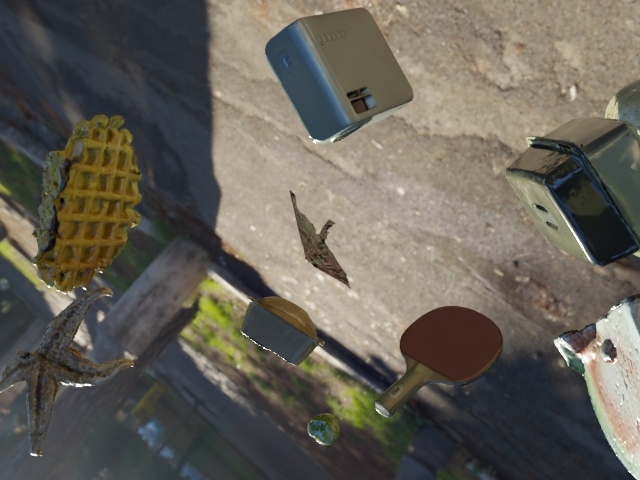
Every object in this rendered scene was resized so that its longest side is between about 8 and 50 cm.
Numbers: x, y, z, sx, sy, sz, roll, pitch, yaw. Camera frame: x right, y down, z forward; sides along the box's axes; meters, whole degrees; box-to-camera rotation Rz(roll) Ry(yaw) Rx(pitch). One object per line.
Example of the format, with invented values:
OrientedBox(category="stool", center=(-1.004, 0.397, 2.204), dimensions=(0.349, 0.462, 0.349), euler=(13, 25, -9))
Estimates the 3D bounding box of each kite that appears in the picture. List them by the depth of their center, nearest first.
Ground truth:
OrientedBox(category="kite", center=(0.000, 0.000, 0.917), dimensions=(0.139, 0.011, 0.157), euler=(59, -160, -10))

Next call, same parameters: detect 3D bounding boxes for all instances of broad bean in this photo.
OrientedBox(category="broad bean", center=(0.009, 0.385, 1.587), dimensions=(0.045, 0.063, 0.083), euler=(26, 162, -30))

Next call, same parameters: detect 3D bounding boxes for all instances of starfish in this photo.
OrientedBox(category="starfish", center=(-0.373, 0.186, 1.130), dimensions=(0.138, 0.247, 0.050), euler=(48, -171, 10))

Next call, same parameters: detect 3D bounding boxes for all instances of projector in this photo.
OrientedBox(category="projector", center=(0.038, -0.291, 1.372), dimensions=(0.108, 0.250, 0.198), euler=(-29, 92, 38))

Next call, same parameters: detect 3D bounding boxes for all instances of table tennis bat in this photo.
OrientedBox(category="table tennis bat", center=(0.167, 0.175, 1.136), dimensions=(0.138, 0.246, 0.022), euler=(29, 138, 34))

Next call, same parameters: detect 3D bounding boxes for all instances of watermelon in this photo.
OrientedBox(category="watermelon", center=(0.411, 0.166, 0.966), dimensions=(0.319, 0.290, 0.213), euler=(-13, 136, 43))

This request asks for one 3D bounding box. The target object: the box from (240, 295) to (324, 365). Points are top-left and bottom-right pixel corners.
OrientedBox(category="box", center=(-0.075, 0.169, 1.518), dimensions=(0.177, 0.111, 0.111), euler=(30, 160, 1))

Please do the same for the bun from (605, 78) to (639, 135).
OrientedBox(category="bun", center=(0.768, -0.301, 1.768), dimensions=(0.220, 0.220, 0.135), euler=(16, 111, 47))

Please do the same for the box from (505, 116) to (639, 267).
OrientedBox(category="box", center=(0.439, -0.084, 1.283), dimensions=(0.221, 0.166, 0.290), euler=(55, -176, -9))

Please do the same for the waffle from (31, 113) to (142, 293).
OrientedBox(category="waffle", center=(-0.420, -0.068, 1.414), dimensions=(0.060, 0.307, 0.312), euler=(13, 127, 19))
